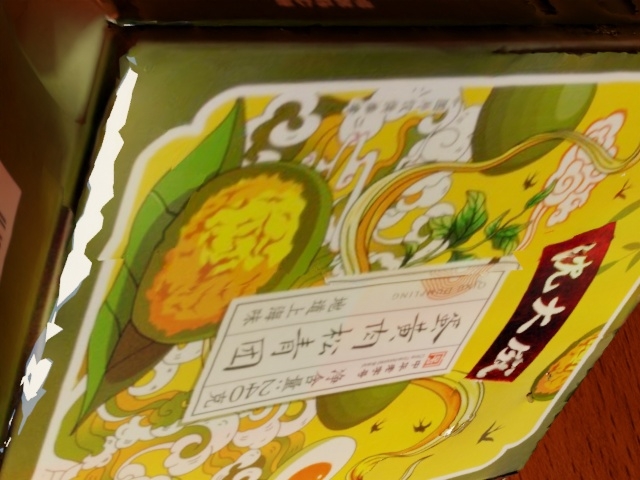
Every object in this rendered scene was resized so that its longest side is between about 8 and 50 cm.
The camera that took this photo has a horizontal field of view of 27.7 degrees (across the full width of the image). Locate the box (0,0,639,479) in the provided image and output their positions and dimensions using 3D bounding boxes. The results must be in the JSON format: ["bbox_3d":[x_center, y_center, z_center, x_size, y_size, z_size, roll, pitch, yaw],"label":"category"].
[{"bbox_3d":[0.003,0.002,0.692,0.420,0.138,0.373,-5,136,-34],"label":"box"}]
